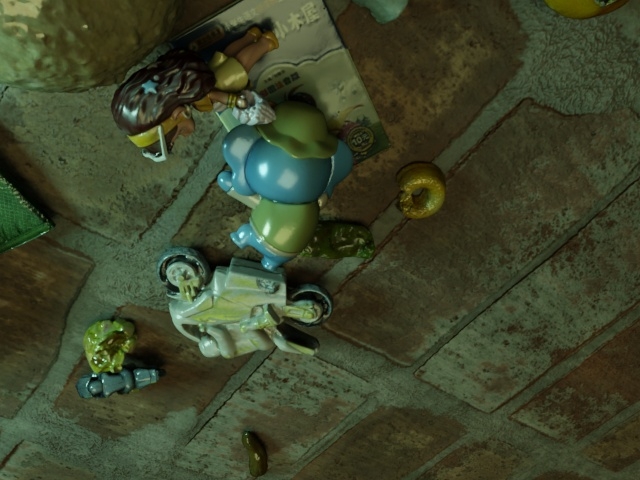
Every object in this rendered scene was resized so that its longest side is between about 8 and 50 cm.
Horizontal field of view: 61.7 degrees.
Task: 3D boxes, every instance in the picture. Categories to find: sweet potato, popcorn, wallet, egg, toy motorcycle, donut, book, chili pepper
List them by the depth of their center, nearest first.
[{"bbox_3d":[-0.300,-0.296,0.602,0.310,0.279,0.279,-15,129,-23],"label":"egg"},{"bbox_3d":[-0.049,-0.223,0.838,0.228,0.018,0.322,-27,125,10],"label":"book"},{"bbox_3d":[-0.556,-0.078,0.839,0.160,0.055,0.236,-20,130,12],"label":"wallet"},{"bbox_3d":[0.182,-0.085,0.958,0.097,0.043,0.108,-13,130,1],"label":"donut"},{"bbox_3d":[0.001,-0.001,0.971,0.203,0.073,0.072,2,108,-24],"label":"chili pepper"},{"bbox_3d":[-0.152,0.140,1.022,0.340,0.108,0.223,14,113,-10],"label":"toy motorcycle"},{"bbox_3d":[-0.417,0.206,1.047,0.097,0.089,0.109,37,115,-16],"label":"popcorn"},{"bbox_3d":[-0.416,0.286,1.086,0.193,0.124,0.061,-9,85,2],"label":"toy motorcycle"},{"bbox_3d":[-0.160,0.539,1.341,0.053,0.054,0.182,-13,124,-11],"label":"sweet potato"}]

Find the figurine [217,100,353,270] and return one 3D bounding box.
[{"bbox_3d":[-0.069,-0.087,0.827,0.180,0.154,0.262,30,105,2],"label":"figurine"}]

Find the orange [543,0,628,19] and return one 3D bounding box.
[{"bbox_3d":[0.373,-0.377,0.726,0.156,0.134,0.157,-5,141,-4],"label":"orange"}]

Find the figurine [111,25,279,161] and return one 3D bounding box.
[{"bbox_3d":[-0.159,-0.203,0.715,0.240,0.174,0.116,-33,127,-24],"label":"figurine"}]

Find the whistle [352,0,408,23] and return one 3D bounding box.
[{"bbox_3d":[-0.022,-0.392,0.660,0.346,0.142,0.133,26,128,-37],"label":"whistle"}]
